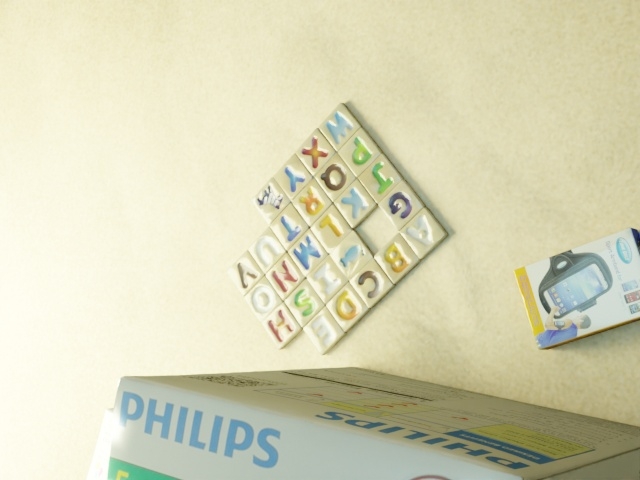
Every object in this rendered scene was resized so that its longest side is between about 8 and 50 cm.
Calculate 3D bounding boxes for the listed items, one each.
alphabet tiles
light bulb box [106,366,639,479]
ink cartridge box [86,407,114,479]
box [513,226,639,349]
[{"bbox_3d":[0.000,0.000,1.144,0.237,0.009,0.198,-46,64,21],"label":"alphabet tiles"},{"bbox_3d":[0.064,0.244,0.872,0.358,0.361,0.225,7,90,34],"label":"light bulb box"},{"bbox_3d":[-0.191,0.314,1.193,0.154,0.093,0.212,22,100,32],"label":"ink cartridge box"},{"bbox_3d":[0.254,0.043,0.964,0.136,0.028,0.081,-24,73,31],"label":"box"}]
